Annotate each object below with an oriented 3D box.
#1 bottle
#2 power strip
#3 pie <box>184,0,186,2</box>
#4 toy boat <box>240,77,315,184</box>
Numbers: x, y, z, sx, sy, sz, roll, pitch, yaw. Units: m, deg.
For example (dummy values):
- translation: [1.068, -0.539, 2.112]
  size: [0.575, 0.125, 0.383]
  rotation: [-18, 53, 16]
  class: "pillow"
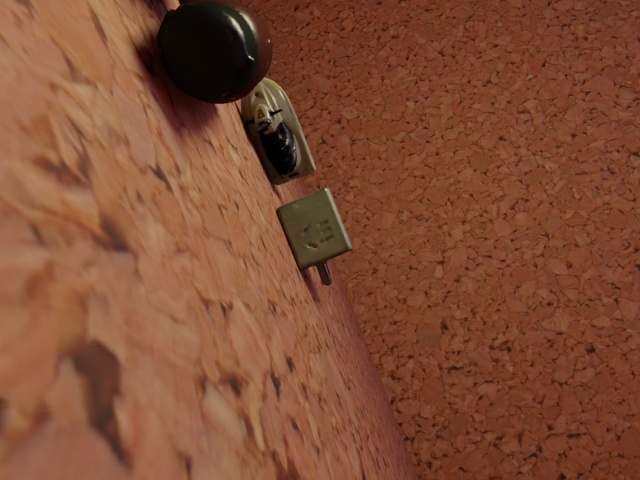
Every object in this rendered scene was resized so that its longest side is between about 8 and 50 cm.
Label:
- translation: [-0.140, -0.275, 0.622]
  size: [0.336, 0.143, 0.144]
  rotation: [-104, 171, -65]
  class: "bottle"
- translation: [0.000, 0.000, 1.076]
  size: [0.139, 0.140, 0.225]
  rotation: [34, 34, -86]
  class: "power strip"
- translation: [-0.266, -0.482, 0.914]
  size: [0.092, 0.034, 0.170]
  rotation: [67, 8, -59]
  class: "pie"
- translation: [-0.117, -0.269, 1.105]
  size: [0.141, 0.140, 0.270]
  rotation: [-107, 172, -55]
  class: "toy boat"
